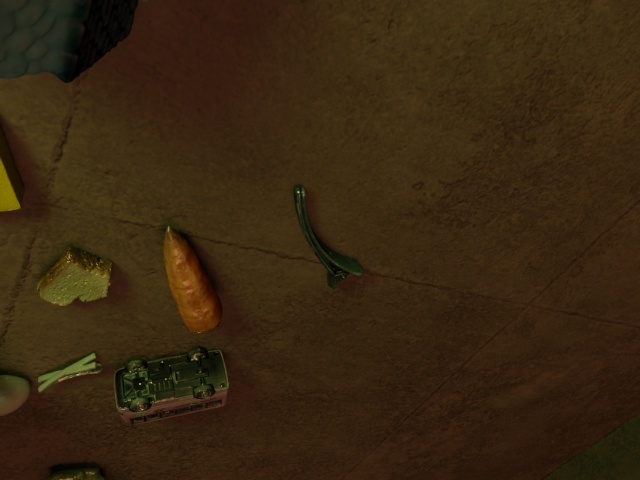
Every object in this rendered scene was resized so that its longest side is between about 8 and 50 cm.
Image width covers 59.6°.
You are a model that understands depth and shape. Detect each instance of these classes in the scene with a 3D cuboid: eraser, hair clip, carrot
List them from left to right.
[{"bbox_3d":[-0.418,-0.089,0.657,0.097,0.045,0.122,-8,137,-12],"label":"eraser"},{"bbox_3d":[-0.443,0.238,0.989,0.115,0.030,0.039,-20,138,0],"label":"hair clip"},{"bbox_3d":[-0.205,0.055,0.870,0.072,0.072,0.205,-13,133,-7],"label":"carrot"},{"bbox_3d":[0.000,0.000,0.908,0.070,0.039,0.229,-26,136,8],"label":"hair clip"}]

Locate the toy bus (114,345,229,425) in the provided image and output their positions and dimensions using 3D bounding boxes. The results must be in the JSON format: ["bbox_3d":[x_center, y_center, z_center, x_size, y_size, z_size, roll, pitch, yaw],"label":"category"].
[{"bbox_3d":[-0.276,0.275,1.044,0.199,0.096,0.108,-8,140,-17],"label":"toy bus"}]

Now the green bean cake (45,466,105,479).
[{"bbox_3d":[-0.528,0.643,1.220,0.124,0.236,0.233,-2,136,-22],"label":"green bean cake"}]

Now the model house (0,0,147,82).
[{"bbox_3d":[-0.223,-0.298,0.446,0.241,0.226,0.261,-29,160,-52],"label":"model house"}]

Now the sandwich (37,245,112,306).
[{"bbox_3d":[-0.365,0.061,0.835,0.105,0.035,0.093,-36,136,18],"label":"sandwich"}]

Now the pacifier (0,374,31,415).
[{"bbox_3d":[-0.577,0.293,0.919,0.279,0.227,0.207,-46,171,26],"label":"pacifier"}]
